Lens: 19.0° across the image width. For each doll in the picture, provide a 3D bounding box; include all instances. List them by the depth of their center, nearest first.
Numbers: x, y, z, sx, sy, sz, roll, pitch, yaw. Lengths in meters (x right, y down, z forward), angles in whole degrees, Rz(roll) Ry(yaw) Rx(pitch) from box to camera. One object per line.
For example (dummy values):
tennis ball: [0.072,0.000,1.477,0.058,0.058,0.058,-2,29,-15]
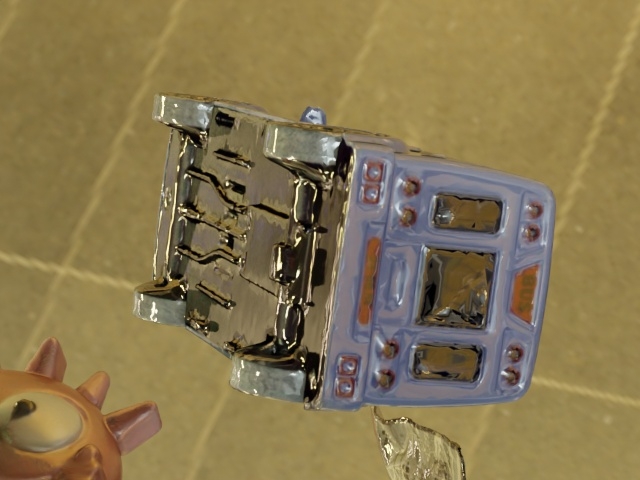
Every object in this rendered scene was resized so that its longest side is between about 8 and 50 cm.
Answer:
doll: [-0.208,0.154,1.257,0.262,0.093,0.211,16,47,26]

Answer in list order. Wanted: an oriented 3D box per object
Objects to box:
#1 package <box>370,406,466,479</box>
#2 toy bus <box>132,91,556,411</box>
package: [0.092,0.215,1.614,0.030,0.154,0.239,-21,16,-14]
toy bus: [0.000,0.000,0.935,0.292,0.133,0.125,-158,75,-69]
